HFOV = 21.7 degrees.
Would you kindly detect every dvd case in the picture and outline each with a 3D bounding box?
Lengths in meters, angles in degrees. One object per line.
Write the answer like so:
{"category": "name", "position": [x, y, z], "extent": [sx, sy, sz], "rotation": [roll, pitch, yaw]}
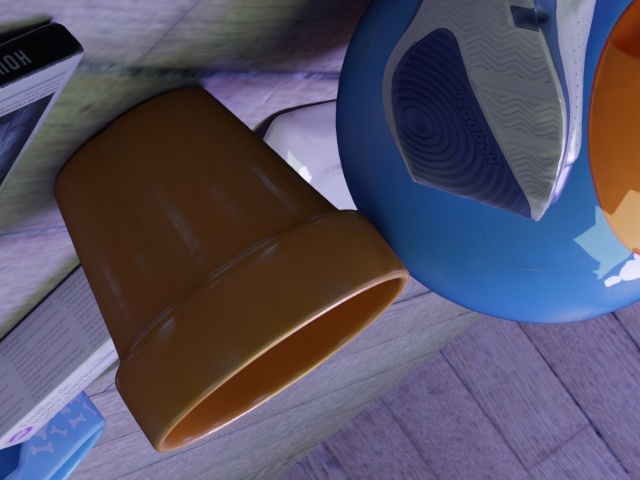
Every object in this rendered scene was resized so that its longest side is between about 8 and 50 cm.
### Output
{"category": "dvd case", "position": [-0.239, -0.009, 0.909], "extent": [0.179, 0.029, 0.239], "rotation": [-34, 168, -47]}

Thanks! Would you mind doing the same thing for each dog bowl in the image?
{"category": "dog bowl", "position": [-0.299, 0.231, 1.477], "extent": [0.297, 0.074, 0.166], "rotation": [-48, 176, -39]}

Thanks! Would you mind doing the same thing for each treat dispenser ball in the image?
{"category": "treat dispenser ball", "position": [0.154, -0.086, 1.162], "extent": [0.288, 0.288, 0.288], "rotation": [-34, 169, -8]}

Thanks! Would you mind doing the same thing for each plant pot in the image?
{"category": "plant pot", "position": [-0.076, 0.008, 1.124], "extent": [0.205, 0.188, 0.205], "rotation": [-34, 169, -7]}

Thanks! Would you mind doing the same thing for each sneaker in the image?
{"category": "sneaker", "position": [0.128, -0.177, 0.930], "extent": [0.182, 0.127, 0.316], "rotation": [-39, 138, -36]}

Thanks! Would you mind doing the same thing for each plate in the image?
{"category": "plate", "position": [0.000, 0.000, 1.451], "extent": [0.278, 0.045, 0.277], "rotation": [-19, 139, -55]}

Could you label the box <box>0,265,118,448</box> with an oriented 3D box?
{"category": "box", "position": [-0.174, 0.055, 1.344], "extent": [0.324, 0.067, 0.063], "rotation": [-42, 167, 25]}
